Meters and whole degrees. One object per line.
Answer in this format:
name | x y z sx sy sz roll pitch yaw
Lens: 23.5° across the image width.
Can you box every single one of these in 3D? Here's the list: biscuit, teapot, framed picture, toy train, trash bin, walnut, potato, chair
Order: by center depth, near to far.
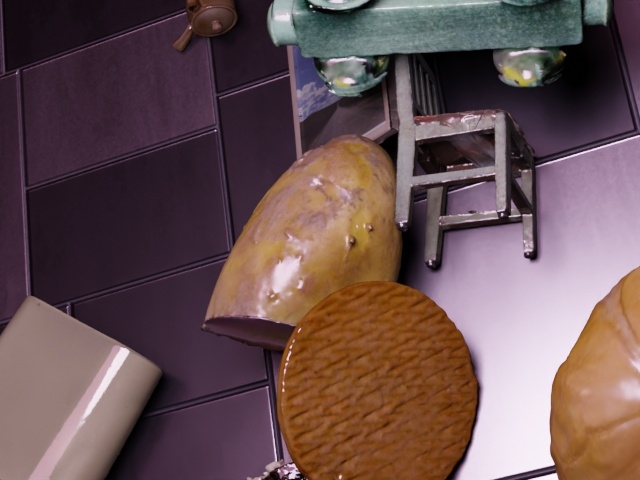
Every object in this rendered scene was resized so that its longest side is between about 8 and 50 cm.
walnut | 0.389 0.156 1.467 0.354 0.398 0.308 -34 70 13
biscuit | 0.063 0.172 1.713 0.037 0.262 0.262 -10 60 58
toy train | 0.139 -0.306 1.788 0.397 0.160 0.253 -2 48 11
potato | 0.000 0.000 1.820 0.229 0.229 0.266 6 72 26
chair | 0.174 -0.117 1.829 0.147 0.136 0.270 -7 63 20
trash bin | -0.346 0.220 1.936 0.243 0.121 0.247 25 79 31
framed picture | 0.027 -0.214 1.959 0.189 0.023 0.260 -29 57 44
teapot | -0.170 -0.307 2.100 0.110 0.085 0.080 -35 56 31

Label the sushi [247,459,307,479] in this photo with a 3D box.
sushi | -0.016 0.289 1.770 0.150 0.090 0.078 -25 57 4
